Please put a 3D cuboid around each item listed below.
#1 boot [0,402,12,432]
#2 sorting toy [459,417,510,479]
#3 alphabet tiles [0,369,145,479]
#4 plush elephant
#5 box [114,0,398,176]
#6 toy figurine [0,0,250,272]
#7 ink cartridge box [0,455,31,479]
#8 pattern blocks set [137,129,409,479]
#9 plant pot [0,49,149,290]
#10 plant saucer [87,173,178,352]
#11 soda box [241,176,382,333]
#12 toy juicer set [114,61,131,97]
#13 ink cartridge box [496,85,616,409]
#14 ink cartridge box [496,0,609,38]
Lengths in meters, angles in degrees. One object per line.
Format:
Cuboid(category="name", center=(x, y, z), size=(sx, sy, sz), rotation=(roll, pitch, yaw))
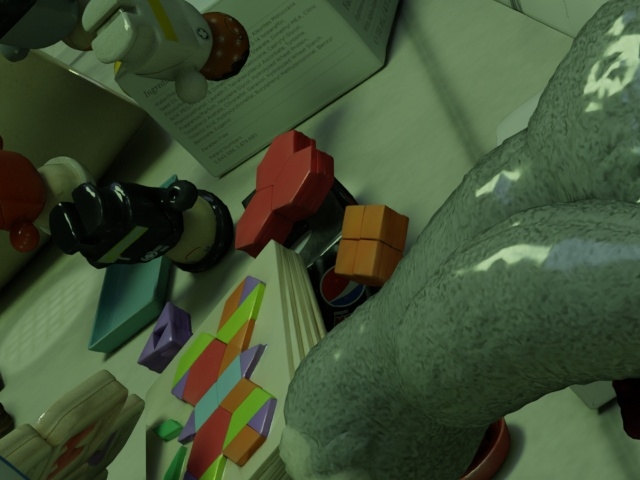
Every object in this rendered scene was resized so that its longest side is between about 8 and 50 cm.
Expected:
Cuboid(category="boot", center=(-0.307, 0.156, 1.461), size=(0.152, 0.073, 0.197), rotation=(-44, 9, 0))
Cuboid(category="sorting toy", center=(0.044, 0.100, 0.946), size=(0.102, 0.042, 0.061), rotation=(-31, 25, 33))
Cuboid(category="alphabet tiles", center=(-0.191, 0.195, 1.037), size=(0.278, 0.021, 0.284), rotation=(-35, -21, -56))
Cuboid(category="plush elephant", center=(0.179, 0.043, 0.573), size=(0.330, 0.272, 0.255), rotation=(111, 142, -49))
Cuboid(category="box", center=(-0.040, -0.176, 1.505), size=(0.182, 0.119, 0.181), rotation=(-32, 25, 31))
Cuboid(category="toy figurine", center=(-0.156, -0.087, 1.381), size=(0.213, 0.148, 0.209), rotation=(12, 93, 38))
Cuboid(category="ink cartridge box", center=(-0.161, 0.246, 0.841), size=(0.233, 0.171, 0.168), rotation=(-43, 33, 4))
Cuboid(category="pattern blocks set", center=(-0.047, 0.090, 1.060), size=(0.285, 0.026, 0.325), rotation=(-57, 23, 11))
Cuboid(category="plant pot", center=(-0.324, -0.053, 1.683), size=(0.274, 0.256, 0.256), rotation=(-61, 21, 2))
Cuboid(category="plant saucer", center=(-0.135, 0.017, 1.466), size=(0.067, 0.018, 0.192), rotation=(-37, 23, 20))
Cuboid(category="soda box", center=(0.000, 0.000, 1.198), size=(0.060, 0.053, 0.169), rotation=(-43, 21, 5))
Cuboid(category="toy juicer set", center=(-0.113, -0.218, 1.781), size=(0.209, 0.089, 0.329), rotation=(-58, 29, 3))
Cuboid(category="ink cartridge box", center=(0.149, -0.023, 0.944), size=(0.115, 0.067, 0.198), rotation=(-35, 24, 21))
Cuboid(category="ink cartridge box", center=(0.191, -0.192, 1.008), size=(0.207, 0.117, 0.283), rotation=(-17, 19, -8))
